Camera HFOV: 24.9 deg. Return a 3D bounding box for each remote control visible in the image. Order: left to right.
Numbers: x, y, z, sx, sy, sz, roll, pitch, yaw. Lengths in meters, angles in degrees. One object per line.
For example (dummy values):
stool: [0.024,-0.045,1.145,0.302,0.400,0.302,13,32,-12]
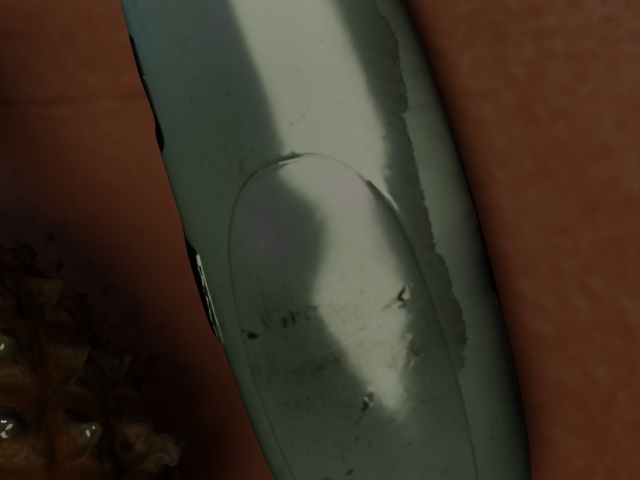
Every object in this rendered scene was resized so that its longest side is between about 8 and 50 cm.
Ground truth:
remote control: [0.000,-0.001,0.450,0.097,0.045,0.256,-16,103,19]

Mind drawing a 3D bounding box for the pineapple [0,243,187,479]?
pineapple: [-0.168,-0.013,0.428,0.165,0.165,0.364,-21,104,21]
